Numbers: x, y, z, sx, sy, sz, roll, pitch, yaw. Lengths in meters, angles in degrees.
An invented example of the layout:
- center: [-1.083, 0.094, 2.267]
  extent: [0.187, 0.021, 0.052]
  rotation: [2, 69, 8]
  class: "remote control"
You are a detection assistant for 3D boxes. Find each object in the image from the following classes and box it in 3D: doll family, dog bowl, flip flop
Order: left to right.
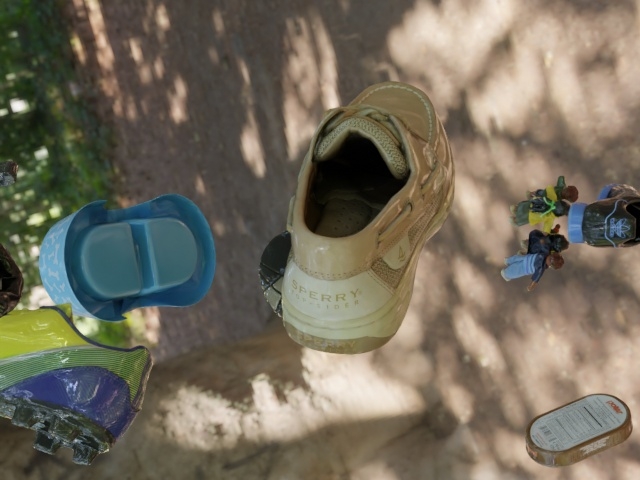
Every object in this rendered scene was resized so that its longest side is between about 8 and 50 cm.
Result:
- center: [-0.272, 0.025, 1.554]
  extent: [0.074, 0.297, 0.166]
  rotation: [-9, 90, 35]
  class: "dog bowl"
- center: [0.000, 0.000, 1.521]
  extent: [0.112, 0.080, 0.277]
  rotation: [52, 126, 35]
  class: "flip flop"
- center: [0.340, -0.013, 1.672]
  extent: [0.111, 0.076, 0.193]
  rotation: [-8, 71, 50]
  class: "doll family"

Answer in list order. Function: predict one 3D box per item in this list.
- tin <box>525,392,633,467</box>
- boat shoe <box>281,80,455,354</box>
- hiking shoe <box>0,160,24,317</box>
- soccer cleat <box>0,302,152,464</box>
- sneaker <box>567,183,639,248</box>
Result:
- center: [0.436, 0.319, 1.856]
  extent: [0.106, 0.189, 0.040]
  rotation: [-124, 17, -51]
  class: "tin"
- center: [0.046, -0.055, 0.891]
  extent: [0.341, 0.121, 0.110]
  rotation: [-75, -15, -54]
  class: "boat shoe"
- center: [-0.219, 0.038, 0.576]
  extent: [0.227, 0.114, 0.086]
  rotation: [114, 166, -45]
  class: "hiking shoe"
- center: [-0.275, 0.097, 0.960]
  extent: [0.289, 0.121, 0.093]
  rotation: [18, 149, 23]
  class: "soccer cleat"
- center: [0.413, -0.029, 1.490]
  extent: [0.090, 0.232, 0.081]
  rotation: [6, 104, 31]
  class: "sneaker"
